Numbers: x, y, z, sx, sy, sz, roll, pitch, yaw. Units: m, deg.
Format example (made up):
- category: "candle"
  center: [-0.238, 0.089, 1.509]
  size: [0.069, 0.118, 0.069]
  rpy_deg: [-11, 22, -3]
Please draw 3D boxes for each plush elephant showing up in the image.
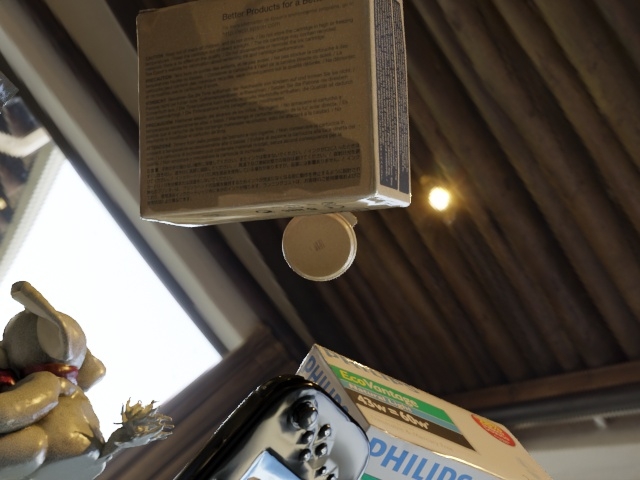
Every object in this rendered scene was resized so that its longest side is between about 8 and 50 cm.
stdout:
- category: "plush elephant"
  center: [-0.390, 0.199, 1.203]
  size: [0.272, 0.330, 0.255]
  rpy_deg: [91, -25, -58]

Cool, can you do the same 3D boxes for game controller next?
- category: "game controller"
  center: [-0.087, 0.267, 0.804]
  size: [0.166, 0.319, 0.067]
  rpy_deg: [48, -11, -32]

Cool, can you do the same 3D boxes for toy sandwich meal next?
- category: "toy sandwich meal"
  center: [0.000, 0.000, 0.953]
  size: [0.086, 0.085, 0.029]
  rpy_deg: [54, 10, -6]

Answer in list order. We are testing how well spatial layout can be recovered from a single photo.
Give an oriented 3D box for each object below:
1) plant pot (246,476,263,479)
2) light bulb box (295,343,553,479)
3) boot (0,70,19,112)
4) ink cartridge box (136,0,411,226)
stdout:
- category: "plant pot"
  center: [-0.037, 0.240, 0.609]
  size: [0.109, 0.109, 0.096]
  rpy_deg: [31, -37, -8]
- category: "light bulb box"
  center: [0.074, 0.388, 1.194]
  size: [0.358, 0.361, 0.225]
  rpy_deg: [26, 9, -25]
- category: "boot"
  center: [-0.377, -0.073, 0.588]
  size: [0.348, 0.260, 0.131]
  rpy_deg: [24, -15, 30]
- category: "ink cartridge box"
  center: [-0.044, -0.117, 0.804]
  size: [0.234, 0.088, 0.193]
  rpy_deg: [-4, -97, 27]
